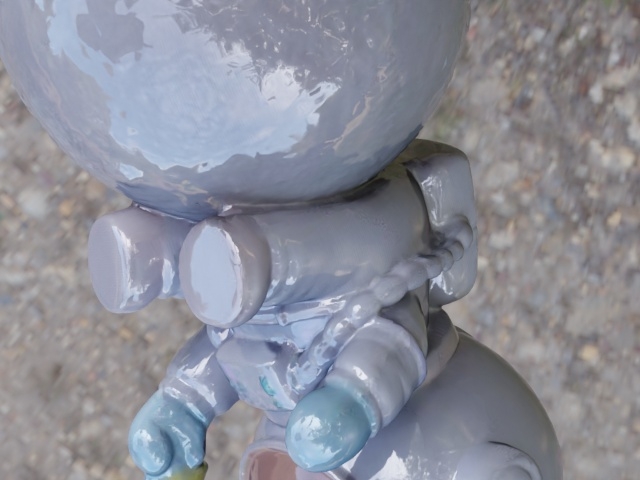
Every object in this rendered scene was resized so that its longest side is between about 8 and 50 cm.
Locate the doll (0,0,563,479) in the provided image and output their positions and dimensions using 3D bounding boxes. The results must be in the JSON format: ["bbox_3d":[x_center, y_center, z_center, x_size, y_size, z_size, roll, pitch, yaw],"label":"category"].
[{"bbox_3d":[0.000,0.000,0.547,0.151,0.151,0.287,-13,107,21],"label":"doll"}]
